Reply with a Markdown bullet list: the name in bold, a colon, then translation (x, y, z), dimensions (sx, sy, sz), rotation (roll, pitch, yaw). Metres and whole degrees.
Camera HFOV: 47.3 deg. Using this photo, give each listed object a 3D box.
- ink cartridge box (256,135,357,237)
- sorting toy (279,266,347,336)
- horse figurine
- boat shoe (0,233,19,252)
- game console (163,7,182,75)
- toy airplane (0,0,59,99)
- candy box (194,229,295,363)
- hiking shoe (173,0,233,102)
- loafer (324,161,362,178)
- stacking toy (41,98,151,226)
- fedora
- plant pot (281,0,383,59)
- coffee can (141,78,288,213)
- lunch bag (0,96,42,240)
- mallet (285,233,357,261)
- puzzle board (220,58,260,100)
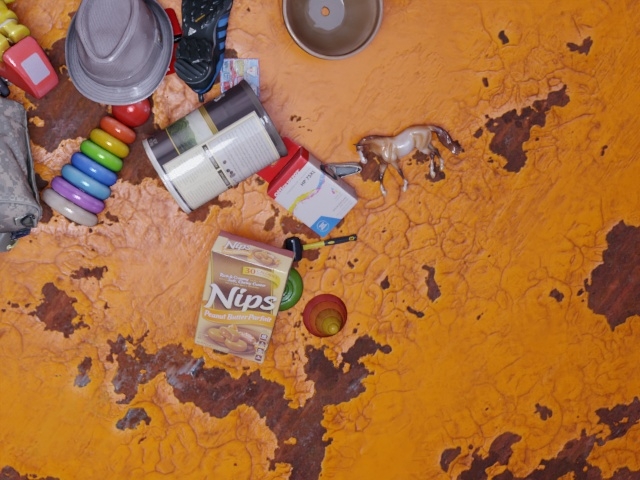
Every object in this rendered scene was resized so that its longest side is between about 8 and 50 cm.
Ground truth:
- **ink cartridge box**: translation (-0.037, -0.132, 1.798), dimensions (0.231, 0.078, 0.134), rotation (37, 110, -16)
- **sorting toy**: translation (-0.076, 0.145, 1.839), dimensions (0.365, 0.126, 0.127), rotation (33, 93, -16)
- **horse figurine**: translation (0.224, -0.224, 1.856), dimensions (0.263, 0.066, 0.175), rotation (-24, 111, -3)
- **boat shoe**: translation (-0.756, -0.003, 1.687), dimensions (0.305, 0.109, 0.091), rotation (-46, 110, 3)
- **game console**: translation (-0.391, -0.456, 1.714), dimensions (0.143, 0.085, 0.124), rotation (-18, 135, -7)
- **toy airplane**: translation (-0.730, -0.503, 1.501), dimensions (0.384, 0.272, 0.387), rotation (3, 83, -22)
- **candy box**: translation (-0.186, 0.140, 1.745), dimensions (0.182, 0.088, 0.317), rotation (17, 129, 0)
- **hiking shoe**: translation (-0.267, -0.485, 1.690), dimensions (0.113, 0.132, 0.304), rotation (14, 77, 5)
- **loafer**: translation (0.044, -0.175, 1.842), dimensions (0.125, 0.039, 0.045), rotation (-13, 104, -9)
- **stacking toy**: translation (-0.498, -0.200, 1.690), dimensions (0.141, 0.141, 0.330), rotation (33, 89, -15)
- **fedora**: translation (-0.453, -0.449, 1.601), dimensions (0.243, 0.124, 0.276), rotation (11, 79, 2)
- **plant pot**: translation (0.020, -0.547, 1.726), dimensions (0.237, 0.110, 0.238), rotation (-3, 103, -11)
- **coffee can**: translation (-0.241, -0.215, 1.690), dimensions (0.275, 0.201, 0.202), rotation (-31, 105, -2)
- **lunch bag**: translation (-0.737, -0.155, 1.542), dimensions (0.255, 0.212, 0.305), rotation (-8, 68, -21)
- **mallet**: translation (0.000, 0.000, 1.875), dimensions (0.189, 0.039, 0.063), rotation (-18, 102, -12)
- **puzzle board**: translation (-0.194, -0.375, 1.770), dimensions (0.096, 0.011, 0.128), rotation (-3, 102, -10)
